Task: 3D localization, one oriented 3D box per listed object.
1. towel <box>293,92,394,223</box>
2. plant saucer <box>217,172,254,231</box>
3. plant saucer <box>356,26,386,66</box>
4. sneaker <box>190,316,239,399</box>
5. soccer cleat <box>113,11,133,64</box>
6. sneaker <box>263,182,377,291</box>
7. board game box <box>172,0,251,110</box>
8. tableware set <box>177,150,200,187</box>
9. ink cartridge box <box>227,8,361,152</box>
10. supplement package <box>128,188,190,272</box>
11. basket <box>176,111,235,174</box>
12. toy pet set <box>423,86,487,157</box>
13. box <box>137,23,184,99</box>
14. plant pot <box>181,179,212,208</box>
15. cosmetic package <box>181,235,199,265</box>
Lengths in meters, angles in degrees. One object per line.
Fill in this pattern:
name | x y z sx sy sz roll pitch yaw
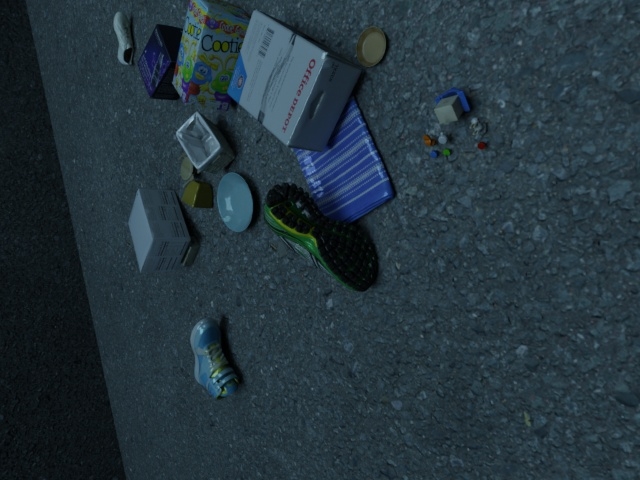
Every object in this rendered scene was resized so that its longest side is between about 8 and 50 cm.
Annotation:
towel | 0.035 -0.208 1.079 0.243 0.040 0.336 -29 79 43
plant saucer | -0.270 -0.126 1.392 0.195 0.037 0.195 12 108 41
plant saucer | 0.117 -0.438 0.959 0.083 0.015 0.083 13 109 42
sneaker | -0.380 0.453 1.580 0.208 0.127 0.319 29 129 38
soccer cleat | -0.787 -0.811 1.709 0.076 0.068 0.196 32 128 29
sneaker | 0.000 0.000 1.074 0.343 0.134 0.146 43 156 0
board game box | -0.323 -0.550 1.251 0.142 0.144 0.275 55 132 35
tableware set | -0.441 -0.283 1.520 0.194 0.039 0.128 -30 67 38
ink cartridge box | -0.077 -0.393 1.050 0.307 0.129 0.223 46 121 33
supplement package | -0.636 -0.038 1.656 0.204 0.145 0.262 -54 51 37
basket | -0.369 -0.311 1.377 0.113 0.103 0.167 -39 72 14
toy pet set | 0.267 -0.238 0.850 0.122 0.065 0.114 1 135 47
box | -0.534 -0.615 1.479 0.207 0.108 0.153 -33 77 44
plant pot | -0.434 -0.168 1.514 0.081 0.081 0.083 29 108 36
cosmetic package | -0.521 0.041 1.670 0.060 0.041 0.115 51 129 23
